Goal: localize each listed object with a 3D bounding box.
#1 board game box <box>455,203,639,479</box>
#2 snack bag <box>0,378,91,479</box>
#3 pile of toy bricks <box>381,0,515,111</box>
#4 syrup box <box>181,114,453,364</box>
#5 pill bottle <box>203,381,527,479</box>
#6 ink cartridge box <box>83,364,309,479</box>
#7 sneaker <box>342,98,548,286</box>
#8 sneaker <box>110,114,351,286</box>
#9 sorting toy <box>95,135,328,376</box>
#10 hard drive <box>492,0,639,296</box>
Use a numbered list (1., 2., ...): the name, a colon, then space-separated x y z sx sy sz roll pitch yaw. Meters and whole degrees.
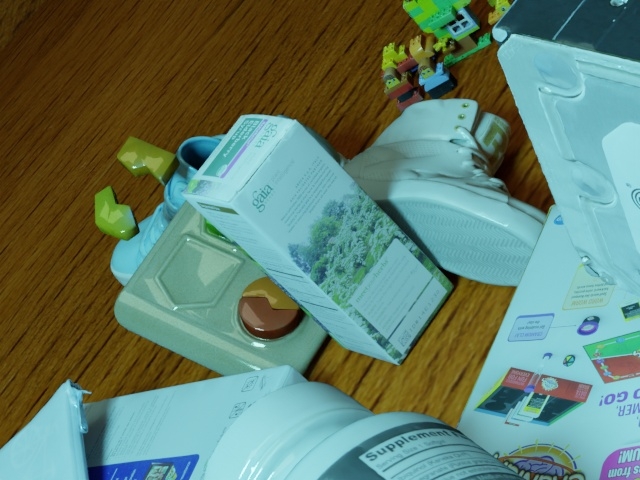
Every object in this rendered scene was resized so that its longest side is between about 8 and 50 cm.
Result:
1. board game box: 0.219 0.096 0.934 0.242 0.064 0.316 -9 44 48
2. snack bag: -0.326 0.341 1.272 0.342 0.037 0.323 -42 38 19
3. pile of toy bricks: 0.133 -0.244 1.474 0.212 0.105 0.118 -29 32 29
4. syrup box: 0.000 0.000 1.178 0.093 0.237 0.096 -54 29 -15
5. pill bottle: 0.068 0.210 0.785 0.176 0.176 0.318 -49 43 -8
6. ink cartridge box: -0.154 0.219 1.276 0.333 0.065 0.165 -13 41 43
7. sneaker: 0.135 -0.061 1.220 0.169 0.108 0.293 -46 36 -21
8. sneaker: -0.131 -0.055 1.526 0.366 0.150 0.135 -24 33 34
9. sorting toy: -0.108 0.003 1.346 0.307 0.041 0.229 23 69 21
10. hard drive: 0.270 -0.019 0.739 0.339 0.237 0.064 23 64 41
